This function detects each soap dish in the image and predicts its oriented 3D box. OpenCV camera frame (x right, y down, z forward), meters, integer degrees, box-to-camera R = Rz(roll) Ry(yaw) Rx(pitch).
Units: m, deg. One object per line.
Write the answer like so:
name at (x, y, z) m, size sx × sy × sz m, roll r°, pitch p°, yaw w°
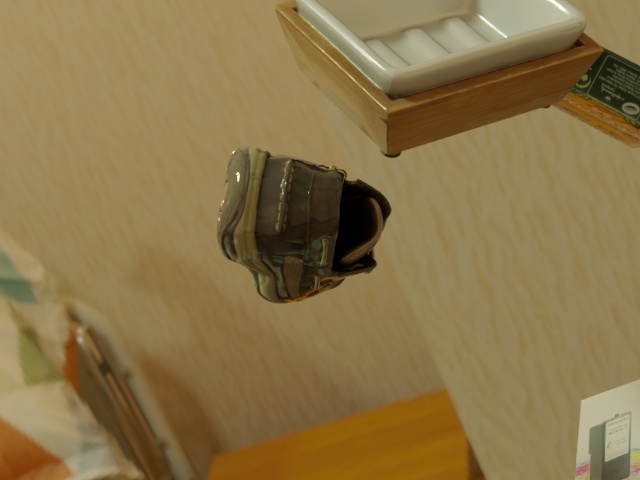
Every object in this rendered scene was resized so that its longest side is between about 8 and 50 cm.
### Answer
soap dish at (0.127, -0.214, 1.453) m, size 0.290 × 0.118 × 0.229 m, roll -18°, pitch 45°, yaw -27°

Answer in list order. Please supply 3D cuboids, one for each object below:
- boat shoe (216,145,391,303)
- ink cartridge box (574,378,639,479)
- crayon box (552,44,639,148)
boat shoe at (0.000, 0.000, 1.318) m, size 0.130 × 0.132 × 0.355 m, roll 7°, pitch -5°, yaw 13°
ink cartridge box at (0.419, 0.316, 1.633) m, size 0.119 × 0.207 × 0.353 m, roll -28°, pitch 31°, yaw 37°
crayon box at (0.434, -0.224, 2.029) m, size 0.081 × 0.202 × 0.318 m, roll -62°, pitch -2°, yaw 3°
